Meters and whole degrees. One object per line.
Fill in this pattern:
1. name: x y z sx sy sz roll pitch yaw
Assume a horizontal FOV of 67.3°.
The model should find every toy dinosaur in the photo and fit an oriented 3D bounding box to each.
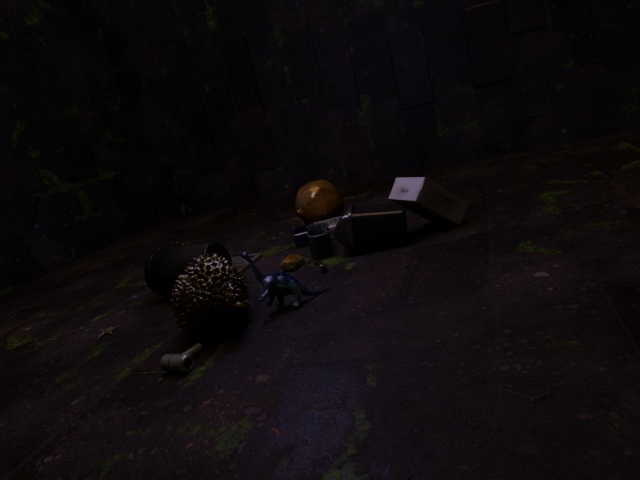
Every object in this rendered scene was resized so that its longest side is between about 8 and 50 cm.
1. toy dinosaur: -0.129 0.157 1.541 0.329 0.144 0.076 23 -27 -14

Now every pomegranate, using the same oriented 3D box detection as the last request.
1. pomegranate: -0.014 -0.191 2.501 0.264 0.264 0.264 -13 14 3

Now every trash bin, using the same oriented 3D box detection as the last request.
1. trash bin: -0.524 0.112 1.929 0.301 0.203 0.252 -5 56 27
2. trash bin: 0.204 -0.058 1.950 0.290 0.183 0.209 -6 11 10

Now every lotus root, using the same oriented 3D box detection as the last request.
1. lotus root: 0.001 0.096 1.826 0.030 0.038 0.083 -16 14 -22

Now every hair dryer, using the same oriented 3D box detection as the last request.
1. hair dryer: -0.366 0.319 1.331 0.082 0.047 0.137 -6 9 27

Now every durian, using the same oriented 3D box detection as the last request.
1. durian: -0.345 0.173 1.497 0.258 0.258 0.293 -15 25 -5

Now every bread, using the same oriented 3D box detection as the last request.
1. bread: -0.116 0.087 1.946 0.072 0.053 0.106 -2 13 30

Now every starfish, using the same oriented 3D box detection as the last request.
1. starfish: -0.774 0.328 1.735 0.092 0.016 0.086 3 20 36

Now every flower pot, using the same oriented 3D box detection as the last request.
1. flower pot: 0.000 0.000 2.055 0.103 0.108 0.229 -14 15 1

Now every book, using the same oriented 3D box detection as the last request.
1. book: -0.414 0.127 2.142 0.216 0.021 0.310 -8 15 20

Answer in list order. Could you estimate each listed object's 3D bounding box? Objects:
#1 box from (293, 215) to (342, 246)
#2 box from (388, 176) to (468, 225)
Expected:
1. box: 0.001 -0.045 2.294 0.259 0.071 0.168 -13 15 2
2. box: 0.442 -0.163 1.979 0.260 0.111 0.194 26 -5 -26
